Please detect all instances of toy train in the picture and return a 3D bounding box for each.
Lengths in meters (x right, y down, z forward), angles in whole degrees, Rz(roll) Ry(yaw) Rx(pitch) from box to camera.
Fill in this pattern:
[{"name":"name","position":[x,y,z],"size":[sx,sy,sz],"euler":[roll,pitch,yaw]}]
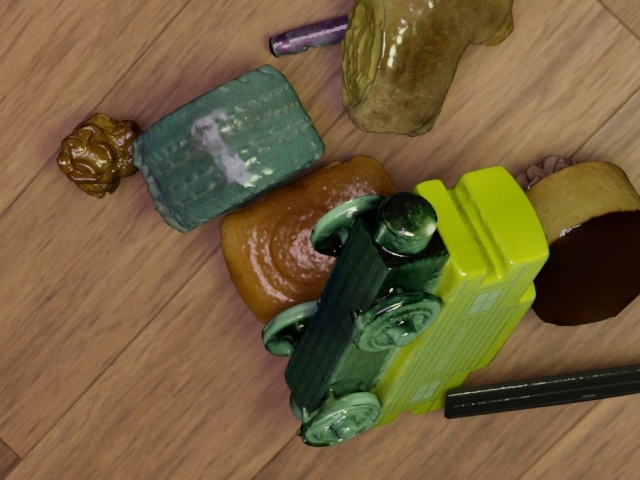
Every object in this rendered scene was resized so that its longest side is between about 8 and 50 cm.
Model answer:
[{"name":"toy train","position":[0.100,0.082,1.677],"size":[0.272,0.442,0.179],"euler":[-13,61,-24]}]

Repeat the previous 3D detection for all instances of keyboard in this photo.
[{"name":"keyboard","position":[0.346,0.187,1.795],"size":[0.381,0.103,0.041],"euler":[-2,65,1]}]

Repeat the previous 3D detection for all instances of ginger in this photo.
[{"name":"ginger","position":[0.133,-0.250,1.761],"size":[0.221,0.130,0.275],"euler":[-10,122,-27]}]

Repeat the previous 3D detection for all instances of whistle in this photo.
[{"name":"whistle","position":[0.019,-0.269,1.829],"size":[0.176,0.033,0.033],"euler":[-13,96,12]}]

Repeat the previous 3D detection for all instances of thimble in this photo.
[{"name":"thimble","position":[-0.122,-0.112,1.794],"size":[0.235,0.198,0.143],"euler":[-29,91,12]}]

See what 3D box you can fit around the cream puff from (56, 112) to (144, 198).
[{"name":"cream puff","position":[-0.284,-0.110,1.877],"size":[0.094,0.122,0.116],"euler":[40,143,10]}]

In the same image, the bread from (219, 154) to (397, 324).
[{"name":"bread","position":[0.000,0.000,1.830],"size":[0.245,0.121,0.174],"euler":[-22,96,15]}]

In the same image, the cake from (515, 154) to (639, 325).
[{"name":"cake","position":[0.302,-0.018,1.760],"size":[0.185,0.178,0.207],"euler":[-25,132,0]}]
